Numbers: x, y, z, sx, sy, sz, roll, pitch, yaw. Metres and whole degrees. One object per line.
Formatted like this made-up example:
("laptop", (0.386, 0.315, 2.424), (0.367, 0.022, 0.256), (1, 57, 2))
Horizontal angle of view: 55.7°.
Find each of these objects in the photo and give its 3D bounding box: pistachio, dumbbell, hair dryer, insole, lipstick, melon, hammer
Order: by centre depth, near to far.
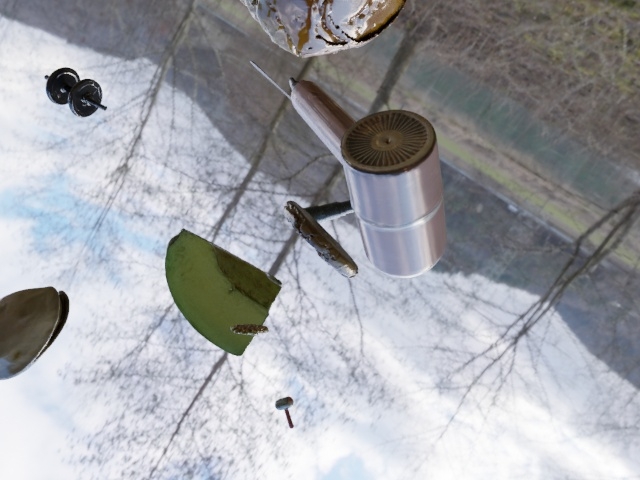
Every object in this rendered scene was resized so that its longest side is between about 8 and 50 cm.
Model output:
("hair dryer", (0.040, -0.120, 0.780), (0.344, 0.107, 0.189), (56, 170, 42))
("dumbbell", (-0.421, -0.254, 1.037), (0.147, 0.069, 0.069), (28, -168, 21))
("pistachio", (-0.635, 0.190, 1.276), (0.153, 0.238, 0.138), (39, 175, 11))
("insole", (-0.084, -0.374, 1.558), (0.253, 0.005, 0.086), (40, -176, -16))
("lipstick", (0.049, -0.077, 1.572), (0.234, 0.053, 0.053), (-13, -148, -16))
("hammer", (-0.087, 0.453, 1.589), (0.031, 0.053, 0.083), (1, -112, -63))
("melon", (-0.278, 0.110, 1.696), (0.344, 0.226, 0.331), (37, -132, -5))

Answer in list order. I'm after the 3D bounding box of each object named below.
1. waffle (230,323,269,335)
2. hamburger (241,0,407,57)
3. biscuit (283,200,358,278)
("waffle", (-0.156, 0.193, 1.316), (0.078, 0.016, 0.085), (4, 179, 14))
("hamburger", (-0.002, -0.404, 0.854), (0.211, 0.261, 0.245), (60, -179, 31))
("biscuit", (0.000, 0.000, 1.293), (0.226, 0.042, 0.226), (45, -177, -3))
